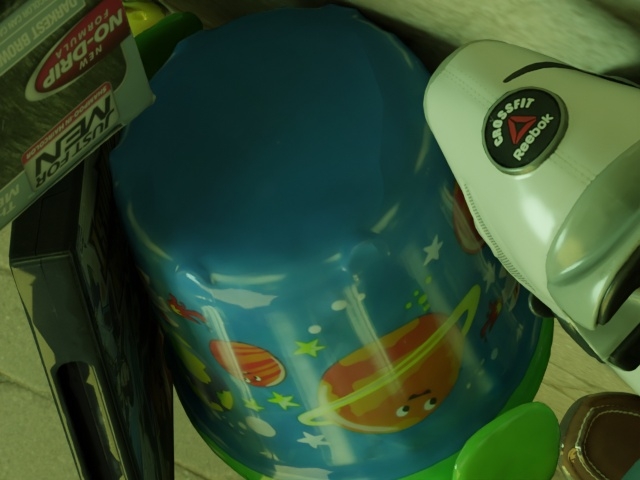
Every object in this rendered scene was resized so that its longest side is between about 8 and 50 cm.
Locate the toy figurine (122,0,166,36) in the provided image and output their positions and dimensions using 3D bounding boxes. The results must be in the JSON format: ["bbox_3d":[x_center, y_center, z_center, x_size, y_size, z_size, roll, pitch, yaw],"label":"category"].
[{"bbox_3d":[-0.291,-0.124,0.946,0.362,0.191,0.217,3,-154,-25],"label":"toy figurine"}]

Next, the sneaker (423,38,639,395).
[{"bbox_3d":[0.149,-0.002,0.640,0.146,0.122,0.330,45,-177,33],"label":"sneaker"}]

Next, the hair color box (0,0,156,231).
[{"bbox_3d":[-0.278,-0.130,0.668,0.374,0.185,0.113,35,157,25],"label":"hair color box"}]

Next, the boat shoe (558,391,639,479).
[{"bbox_3d":[0.365,0.229,1.326,0.324,0.123,0.116,25,167,-23],"label":"boat shoe"}]

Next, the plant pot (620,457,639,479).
[{"bbox_3d":[0.271,0.120,0.548,0.290,0.195,0.290,33,165,10],"label":"plant pot"}]

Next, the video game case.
[{"bbox_3d":[-0.120,0.021,0.800,0.275,0.035,0.248,-99,1,-52],"label":"video game case"}]

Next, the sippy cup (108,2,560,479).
[{"bbox_3d":[0.000,0.000,0.763,0.305,0.240,0.224,12,155,21],"label":"sippy cup"}]
